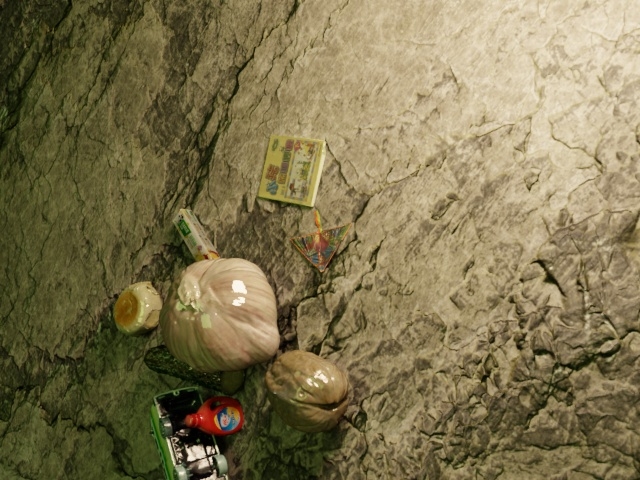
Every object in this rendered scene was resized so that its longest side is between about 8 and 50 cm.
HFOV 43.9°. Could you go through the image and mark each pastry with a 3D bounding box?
[{"bbox_3d":[-0.520,0.194,2.260,0.165,0.088,0.166,-10,74,35],"label":"pastry"}]

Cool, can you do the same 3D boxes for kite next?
[{"bbox_3d":[0.000,0.000,1.927,0.190,0.010,0.159,-13,72,35],"label":"kite"}]

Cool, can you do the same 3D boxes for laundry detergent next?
[{"bbox_3d":[-0.265,0.434,1.957,0.049,0.165,0.097,-23,68,35],"label":"laundry detergent"}]

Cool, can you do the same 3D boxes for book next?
[{"bbox_3d":[-0.072,-0.179,2.017,0.192,0.013,0.168,12,90,40],"label":"book"}]

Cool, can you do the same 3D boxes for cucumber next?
[{"bbox_3d":[-0.349,0.328,2.100,0.359,0.096,0.096,8,87,42],"label":"cucumber"}]

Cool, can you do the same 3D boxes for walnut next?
[{"bbox_3d":[-0.038,0.340,1.801,0.230,0.178,0.178,23,96,45],"label":"walnut"}]

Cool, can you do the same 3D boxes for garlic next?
[{"bbox_3d":[-0.243,0.176,1.923,0.317,0.259,0.318,-18,54,27],"label":"garlic"}]

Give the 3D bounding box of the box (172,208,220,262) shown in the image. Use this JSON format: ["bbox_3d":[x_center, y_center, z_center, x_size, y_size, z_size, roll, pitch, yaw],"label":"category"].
[{"bbox_3d":[-0.342,-0.002,2.182,0.050,0.041,0.207,-51,55,23],"label":"box"}]

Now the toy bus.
[{"bbox_3d":[-0.341,0.529,2.006,0.276,0.133,0.165,66,147,27],"label":"toy bus"}]
